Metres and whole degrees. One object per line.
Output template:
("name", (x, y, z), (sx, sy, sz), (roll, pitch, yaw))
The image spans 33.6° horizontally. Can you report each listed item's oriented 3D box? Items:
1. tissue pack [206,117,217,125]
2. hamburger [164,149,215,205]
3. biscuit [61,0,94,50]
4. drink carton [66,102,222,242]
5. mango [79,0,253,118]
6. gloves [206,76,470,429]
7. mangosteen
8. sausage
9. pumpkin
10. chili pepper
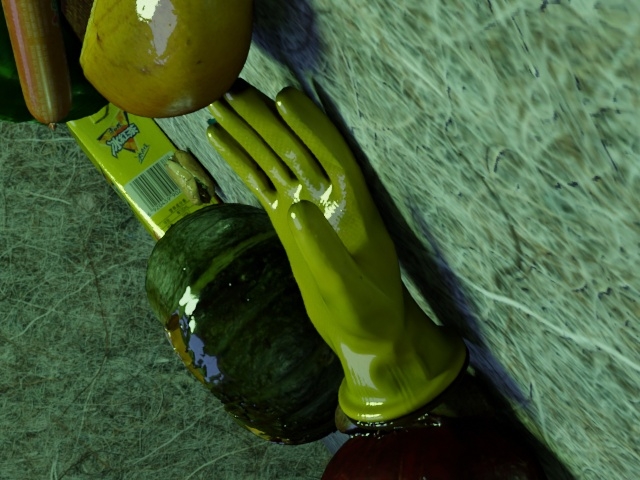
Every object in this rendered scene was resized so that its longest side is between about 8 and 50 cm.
("tissue pack", (-0.029, -0.067, 0.878), (0.138, 0.028, 0.085), (9, 140, 43))
("hamburger", (-0.182, -0.088, 1.495), (0.083, 0.044, 0.076), (47, 168, 11))
("biscuit", (-0.184, -0.207, 0.990), (0.107, 0.073, 0.388), (54, 169, -9))
("drink carton", (-0.244, -0.072, 1.629), (0.351, 0.111, 0.154), (49, 170, 10))
("mango", (-0.098, -0.155, 0.703), (0.217, 0.102, 0.141), (162, 112, -69))
("gloves", (-0.001, 0.000, 0.821), (0.133, 0.116, 0.294), (-7, 123, 44))
("mangosteen", (0.095, 0.211, 0.950), (0.215, 0.215, 0.258), (88, 174, -74))
("sausage", (-0.291, -0.245, 1.052), (0.053, 0.053, 0.348), (45, 150, 33))
("pumpkin", (-0.067, 0.096, 1.212), (0.320, 0.192, 0.320), (50, 168, 14))
("chili pepper", (-0.342, -0.237, 1.263), (0.167, 0.213, 0.385), (17, -171, 14))
